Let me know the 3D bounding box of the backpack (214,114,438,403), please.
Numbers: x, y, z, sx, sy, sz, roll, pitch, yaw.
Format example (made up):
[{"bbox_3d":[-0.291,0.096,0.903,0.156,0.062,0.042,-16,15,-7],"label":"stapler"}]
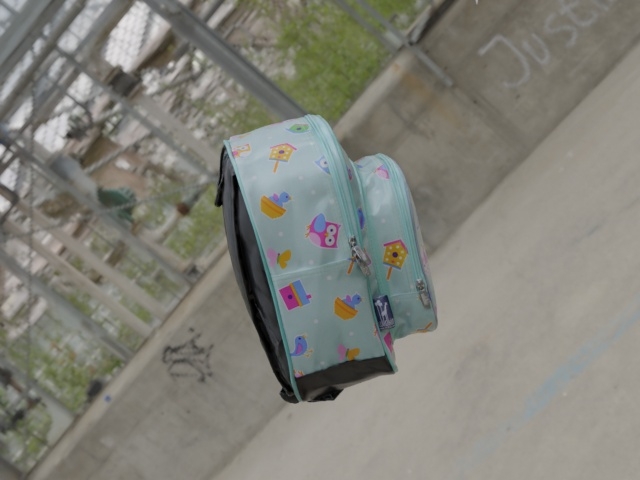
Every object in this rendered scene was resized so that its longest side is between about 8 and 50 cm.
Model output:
[{"bbox_3d":[0.000,0.000,0.645,0.144,0.188,0.166,-23,15,0],"label":"backpack"}]

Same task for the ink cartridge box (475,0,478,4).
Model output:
[{"bbox_3d":[0.186,-0.316,0.817,0.179,0.045,0.145,-73,-6,-52],"label":"ink cartridge box"}]
